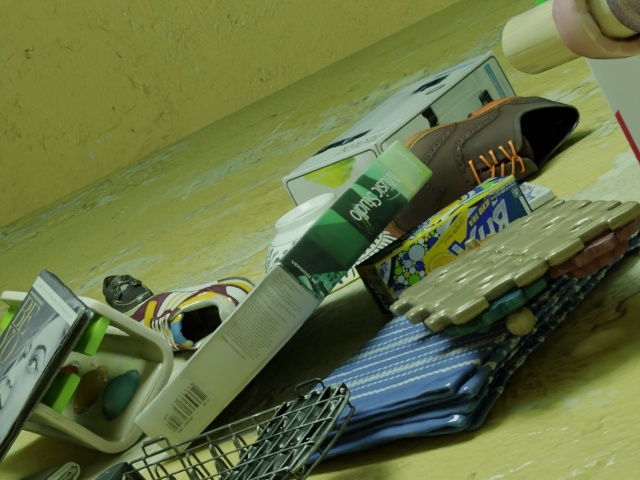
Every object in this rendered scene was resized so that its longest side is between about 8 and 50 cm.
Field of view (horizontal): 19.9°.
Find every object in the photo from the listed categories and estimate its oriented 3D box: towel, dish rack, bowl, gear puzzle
[{"bbox_3d":[-0.308,0.260,1.742,0.152,0.023,0.113,-23,10,39],"label":"towel"},{"bbox_3d":[-0.093,0.197,1.332,0.271,0.074,0.208,-24,13,28],"label":"dish rack"},{"bbox_3d":[0.110,0.082,1.480,0.243,0.040,0.336,-21,11,42],"label":"towel"},{"bbox_3d":[0.000,0.000,1.991,0.170,0.080,0.170,-29,11,6],"label":"bowl"},{"bbox_3d":[0.144,0.027,1.443,0.175,0.044,0.339,-31,5,-5],"label":"gear puzzle"}]

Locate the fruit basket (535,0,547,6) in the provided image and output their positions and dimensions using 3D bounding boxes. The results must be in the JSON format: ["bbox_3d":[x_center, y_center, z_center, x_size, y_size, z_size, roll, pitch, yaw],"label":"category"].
[{"bbox_3d":[0.472,-0.327,2.035,0.392,0.283,0.392,5,-16,1],"label":"fruit basket"}]

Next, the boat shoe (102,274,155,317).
[{"bbox_3d":[-0.257,0.071,2.391,0.056,0.049,0.152,-32,12,-20],"label":"boat shoe"}]

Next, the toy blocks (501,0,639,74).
[{"bbox_3d":[0.330,-0.110,1.128,0.309,0.288,0.260,-31,5,-23],"label":"toy blocks"}]

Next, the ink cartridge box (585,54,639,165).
[{"bbox_3d":[0.344,-0.166,1.635,0.100,0.172,0.237,-20,14,38],"label":"ink cartridge box"}]

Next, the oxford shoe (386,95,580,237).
[{"bbox_3d":[0.168,-0.088,1.943,0.271,0.097,0.098,-36,19,-35],"label":"oxford shoe"}]

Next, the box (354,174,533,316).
[{"bbox_3d":[0.120,0.005,1.717,0.169,0.059,0.054,-33,10,-19],"label":"box"}]

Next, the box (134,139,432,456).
[{"bbox_3d":[-0.028,0.048,1.707,0.232,0.058,0.322,-47,1,31],"label":"box"}]

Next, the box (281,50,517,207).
[{"bbox_3d":[0.105,-0.120,2.257,0.169,0.087,0.290,-18,15,44],"label":"box"}]

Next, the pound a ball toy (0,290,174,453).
[{"bbox_3d":[-0.285,0.173,1.871,0.319,0.136,0.208,-2,59,61],"label":"pound a ball toy"}]

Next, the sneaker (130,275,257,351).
[{"bbox_3d":[-0.154,0.090,1.993,0.185,0.069,0.084,-23,7,33],"label":"sneaker"}]

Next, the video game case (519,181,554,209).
[{"bbox_3d":[0.170,-0.022,1.843,0.122,0.011,0.087,-30,11,-6],"label":"video game case"}]

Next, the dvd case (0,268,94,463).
[{"bbox_3d":[-0.301,0.140,1.756,0.221,0.018,0.164,-57,25,-1],"label":"dvd case"}]
